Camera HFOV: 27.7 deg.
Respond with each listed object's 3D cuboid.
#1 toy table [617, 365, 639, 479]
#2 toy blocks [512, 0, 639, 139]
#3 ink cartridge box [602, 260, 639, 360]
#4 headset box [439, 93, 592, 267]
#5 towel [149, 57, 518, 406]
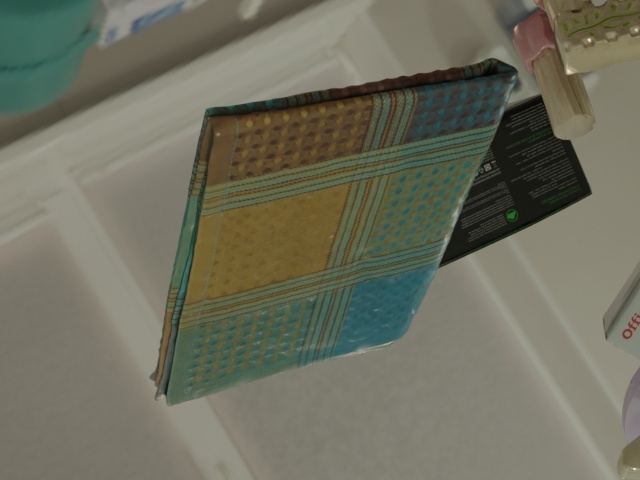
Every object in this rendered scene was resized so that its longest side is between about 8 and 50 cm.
[{"bbox_3d":[0.503,0.256,1.701,0.252,0.161,0.274,-3,130,3],"label":"toy table"},{"bbox_3d":[0.309,-0.297,1.170,0.288,0.260,0.309,-12,152,3],"label":"toy blocks"},{"bbox_3d":[0.427,0.094,1.474,0.128,0.176,0.127,-59,176,12],"label":"ink cartridge box"},{"bbox_3d":[0.143,-0.059,1.561,0.246,0.131,0.283,-25,-175,-13],"label":"headset box"},{"bbox_3d":[0.000,0.000,1.111,0.271,0.040,0.370,-13,145,-23],"label":"towel"}]
